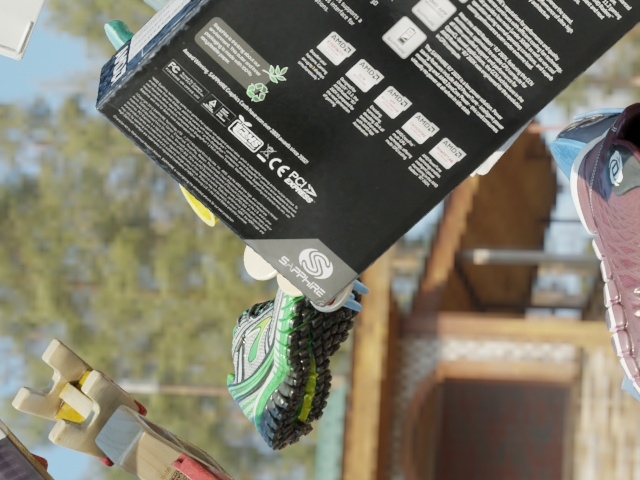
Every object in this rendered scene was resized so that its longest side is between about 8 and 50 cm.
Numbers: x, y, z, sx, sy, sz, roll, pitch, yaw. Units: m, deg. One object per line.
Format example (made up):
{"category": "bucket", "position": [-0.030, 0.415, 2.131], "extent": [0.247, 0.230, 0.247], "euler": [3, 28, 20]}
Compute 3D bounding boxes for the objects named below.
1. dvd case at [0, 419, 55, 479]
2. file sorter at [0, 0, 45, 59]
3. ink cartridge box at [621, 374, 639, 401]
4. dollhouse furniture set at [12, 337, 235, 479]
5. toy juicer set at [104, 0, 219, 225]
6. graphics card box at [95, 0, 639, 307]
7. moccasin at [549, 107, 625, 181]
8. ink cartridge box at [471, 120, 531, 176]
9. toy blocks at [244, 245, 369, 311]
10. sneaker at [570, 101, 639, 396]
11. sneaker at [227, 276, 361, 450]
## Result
{"category": "dvd case", "position": [-0.291, 0.243, 1.592], "extent": [0.221, 0.164, 0.018], "euler": [57, -170, -42]}
{"category": "file sorter", "position": [-0.380, -0.373, 2.043], "extent": [0.278, 0.193, 0.173], "euler": [-66, 28, 11]}
{"category": "ink cartridge box", "position": [0.480, 0.111, 1.885], "extent": [0.130, 0.309, 0.272], "euler": [-22, -44, -35]}
{"category": "dollhouse furniture set", "position": [-0.161, 0.264, 1.673], "extent": [0.152, 0.374, 0.201], "euler": [36, -93, -38]}
{"category": "toy juicer set", "position": [-0.146, -0.145, 1.929], "extent": [0.209, 0.089, 0.329], "euler": [25, 145, 61]}
{"category": "graphics card box", "position": [0.050, -0.154, 1.320], "extent": [0.233, 0.371, 0.094], "euler": [41, -165, -20]}
{"category": "moccasin", "position": [0.347, -0.065, 1.705], "extent": [0.117, 0.342, 0.138], "euler": [-48, -58, -13]}
{"category": "ink cartridge box", "position": [0.129, -0.144, 1.763], "extent": [0.198, 0.115, 0.067], "euler": [36, -170, -26]}
{"category": "toy blocks", "position": [0.000, 0.000, 1.775], "extent": [0.148, 0.054, 0.123], "euler": [28, -112, -48]}
{"category": "sneaker", "position": [0.286, 0.015, 1.529], "extent": [0.162, 0.106, 0.281], "euler": [103, 147, -66]}
{"category": "sneaker", "position": [-0.055, 0.117, 2.475], "extent": [0.134, 0.146, 0.343], "euler": [-24, -36, -43]}
